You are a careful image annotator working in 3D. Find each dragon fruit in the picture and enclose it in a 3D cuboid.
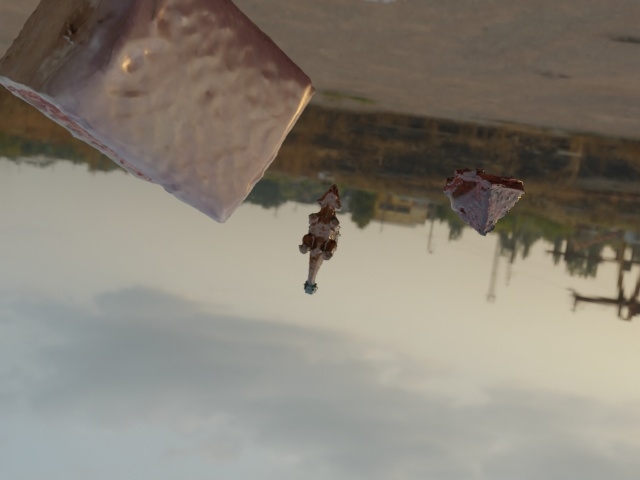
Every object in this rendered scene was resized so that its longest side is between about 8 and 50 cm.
[{"bbox_3d":[0.220,-0.078,1.295,0.063,0.097,0.131,28,-168,-37],"label":"dragon fruit"}]

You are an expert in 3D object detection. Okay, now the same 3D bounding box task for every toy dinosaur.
[{"bbox_3d":[0.000,0.000,1.188,0.049,0.154,0.055,15,-168,4],"label":"toy dinosaur"}]

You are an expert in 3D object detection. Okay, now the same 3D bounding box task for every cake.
[{"bbox_3d":[-0.197,-0.193,1.083,0.309,0.230,0.237,40,173,-41],"label":"cake"}]
